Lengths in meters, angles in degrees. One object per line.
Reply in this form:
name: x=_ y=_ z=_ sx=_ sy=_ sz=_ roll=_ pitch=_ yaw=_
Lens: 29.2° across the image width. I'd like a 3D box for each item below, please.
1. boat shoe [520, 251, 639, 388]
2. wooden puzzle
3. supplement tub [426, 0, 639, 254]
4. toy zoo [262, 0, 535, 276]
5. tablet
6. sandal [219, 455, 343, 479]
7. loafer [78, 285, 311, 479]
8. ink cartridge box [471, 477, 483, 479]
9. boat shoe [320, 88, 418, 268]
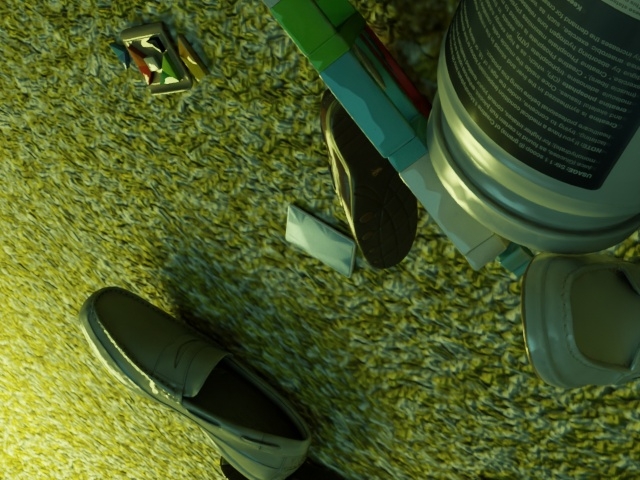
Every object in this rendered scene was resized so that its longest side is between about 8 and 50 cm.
boat shoe: x=0.229 y=0.053 z=0.870 sx=0.096 sy=0.277 sz=0.098 roll=-4 pitch=85 yaw=34
wooden puzzle: x=-0.163 y=-0.178 z=1.214 sx=0.116 sy=0.014 sz=0.078 roll=-8 pitch=117 yaw=49
supplement tub: x=0.183 y=-0.137 z=0.754 sx=0.191 sy=0.191 sz=0.272 roll=37 pitch=143 yaw=13
toy zoo: x=0.067 y=-0.087 z=0.937 sx=0.030 sy=0.192 sz=0.293 roll=-37 pitch=99 yaw=14
tablet: x=0.000 y=0.000 z=1.225 sx=0.083 sy=0.006 sz=0.054 roll=31 pitch=142 yaw=21
sandal: x=-0.028 y=0.315 z=1.488 sx=0.219 sy=0.090 sz=0.060 roll=25 pitch=155 yaw=25
loafer: x=-0.142 y=0.155 z=1.437 sx=0.319 sy=0.112 sz=0.111 roll=37 pitch=138 yaw=1
ink cartridge box: x=0.203 y=0.425 z=1.322 sx=0.211 sy=0.121 sz=0.289 roll=30 pitch=141 yaw=23
boat shoe: x=0.041 y=-0.058 z=1.092 sx=0.060 sy=0.064 sz=0.178 roll=-132 pitch=22 yaw=-58
